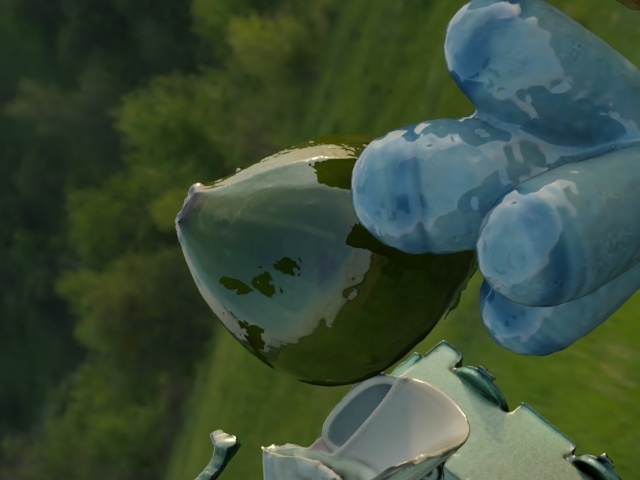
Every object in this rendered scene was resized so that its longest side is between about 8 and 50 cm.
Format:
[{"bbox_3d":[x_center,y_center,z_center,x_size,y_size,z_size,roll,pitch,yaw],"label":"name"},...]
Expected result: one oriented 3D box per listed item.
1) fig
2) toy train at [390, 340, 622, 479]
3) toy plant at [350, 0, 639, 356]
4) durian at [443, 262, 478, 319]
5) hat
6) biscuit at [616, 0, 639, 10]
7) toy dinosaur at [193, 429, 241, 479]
[{"bbox_3d":[0.000,0.000,1.444,0.203,0.225,0.203,-53,22,33],"label":"fig"},{"bbox_3d":[0.182,0.242,1.822,0.326,0.129,0.159,38,152,29],"label":"toy train"},{"bbox_3d":[0.185,-0.044,1.230,0.247,0.332,0.247,-7,-90,-87],"label":"toy plant"},{"bbox_3d":[0.153,-0.033,2.088,0.221,0.095,0.137,-77,1,-47],"label":"durian"},{"bbox_3d":[0.039,0.235,1.692,0.219,0.226,0.164,-88,-20,-67],"label":"hat"},{"bbox_3d":[0.268,-0.352,1.664,0.044,0.186,0.295,6,121,64],"label":"biscuit"},{"bbox_3d":[-0.220,0.362,1.638,0.087,0.301,0.447,75,-168,-48],"label":"toy dinosaur"}]
